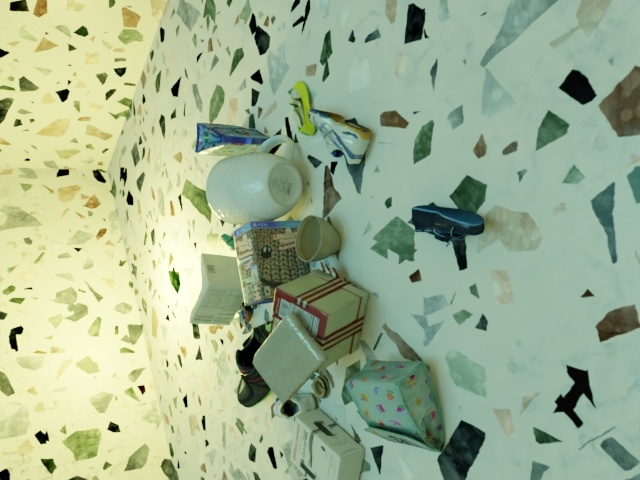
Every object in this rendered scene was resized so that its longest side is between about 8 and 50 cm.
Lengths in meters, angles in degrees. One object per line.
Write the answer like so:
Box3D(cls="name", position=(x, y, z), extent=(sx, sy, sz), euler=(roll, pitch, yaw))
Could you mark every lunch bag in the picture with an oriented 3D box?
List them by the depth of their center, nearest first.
Box3D(cls="lunch bag", position=(0.229, 0.494, 1.514), extent=(0.223, 0.160, 0.262), euler=(-12, 104, 49))
Box3D(cls="lunch bag", position=(-0.363, -0.415, 2.172), extent=(0.293, 0.220, 0.138), euler=(18, 107, 51))

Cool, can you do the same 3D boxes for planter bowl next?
Box3D(cls="planter bowl", position=(0.000, 0.000, 1.807), extent=(0.162, 0.109, 0.162), euler=(-19, 66, 52))

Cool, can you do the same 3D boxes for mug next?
Box3D(cls="mug", position=(-0.219, -0.244, 1.993), extent=(0.328, 0.276, 0.374), euler=(0, 62, 48))

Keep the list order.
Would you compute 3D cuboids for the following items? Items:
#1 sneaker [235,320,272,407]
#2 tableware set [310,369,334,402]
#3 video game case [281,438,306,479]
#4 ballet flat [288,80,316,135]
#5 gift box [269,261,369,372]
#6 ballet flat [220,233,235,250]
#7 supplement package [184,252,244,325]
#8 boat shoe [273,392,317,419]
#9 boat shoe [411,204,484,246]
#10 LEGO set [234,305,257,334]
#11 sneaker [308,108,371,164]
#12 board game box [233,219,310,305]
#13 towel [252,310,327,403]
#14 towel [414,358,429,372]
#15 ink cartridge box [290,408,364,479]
Box3D(cls="sneaker", position=(-0.276, 0.504, 2.144), extent=(0.185, 0.202, 0.483), euler=(49, 129, 40))
Box3D(cls="tableware set", position=(-0.028, 0.505, 1.951), extent=(0.194, 0.039, 0.128), euler=(60, 135, 31))
Box3D(cls="video game case", position=(-0.098, 0.883, 2.090), extent=(0.143, 0.019, 0.157), euler=(-45, 58, 45))
Box3D(cls="ballet flat", position=(-0.076, -0.490, 1.906), extent=(0.077, 0.077, 0.231), euler=(-33, 66, 50))
Box3D(cls="gift box", position=(-0.010, 0.237, 1.721), extent=(0.276, 0.258, 0.255), euler=(29, 119, 31))
Box3D(cls="ballet flat", position=(-0.416, 0.017, 2.430), extent=(0.168, 0.057, 0.052), euler=(37, 149, 49))
Box3D(cls="supplement package", position=(-0.475, 0.226, 2.356), extent=(0.263, 0.198, 0.199), euler=(-58, 39, 32))
Box3D(cls="boat shoe", position=(-0.125, 0.655, 2.044), extent=(0.277, 0.096, 0.098), euler=(-35, 66, 49))
Box3D(cls="boat shoe", position=(0.343, -0.038, 1.387), extent=(0.258, 0.108, 0.089), euler=(-150, 56, -66))
Box3D(cls="LEGO set", position=(-0.361, 0.312, 2.362), extent=(0.244, 0.060, 0.183), euler=(16, 106, 55))
Box3D(cls="sneaker", position=(0.042, -0.350, 1.734), extent=(0.296, 0.111, 0.131), euler=(41, 124, 44))
Box3D(cls="board game box", position=(-0.177, 0.082, 1.957), extent=(0.141, 0.232, 0.291), euler=(-24, 74, 50))
Box3D(cls="towel", position=(-0.100, 0.372, 1.631), extent=(0.187, 0.049, 0.282), euler=(49, 127, 16))
Box3D(cls="towel", position=(0.295, 0.399, 1.538), extent=(0.060, 0.009, 0.083), euler=(22, 109, 51))
Box3D(cls="ink cartridge box", position=(0.017, 0.763, 1.849), extent=(0.272, 0.114, 0.197), euler=(25, 113, 50))
